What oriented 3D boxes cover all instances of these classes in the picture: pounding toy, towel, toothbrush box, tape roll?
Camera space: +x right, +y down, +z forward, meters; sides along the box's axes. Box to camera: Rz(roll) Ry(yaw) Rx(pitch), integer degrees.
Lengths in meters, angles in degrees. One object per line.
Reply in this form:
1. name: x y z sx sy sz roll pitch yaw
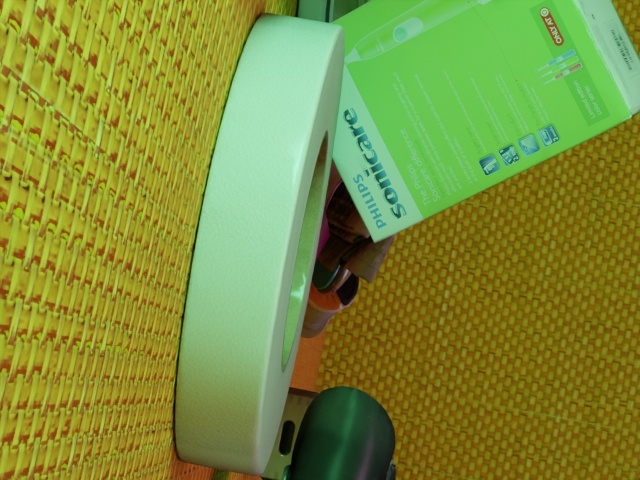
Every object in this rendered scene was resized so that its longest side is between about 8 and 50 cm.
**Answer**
1. pounding toy: -0.037 0.265 2.100 0.130 0.100 0.141 18 83 -86
2. towel: 0.066 -0.120 1.912 0.324 0.056 0.312 -64 -161 2
3. toothbrush box: 0.138 -0.154 1.521 0.206 0.283 0.122 63 27 0
4. tape roll: -0.046 0.004 1.367 0.392 0.072 0.392 10 90 -86

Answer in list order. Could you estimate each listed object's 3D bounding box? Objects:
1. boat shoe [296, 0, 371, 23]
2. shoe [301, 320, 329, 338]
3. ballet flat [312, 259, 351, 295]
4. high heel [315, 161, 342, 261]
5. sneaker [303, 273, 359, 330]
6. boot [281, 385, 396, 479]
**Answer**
1. boat shoe: 0.043 -0.341 1.608 0.109 0.094 0.302 -73 173 -63
2. shoe: -0.004 0.046 2.307 0.081 0.063 0.178 -57 153 -69
3. ballet flat: 0.027 -0.025 2.087 0.077 0.079 0.221 -28 -127 34
4. high heel: 0.045 -0.092 1.665 0.127 0.181 0.377 93 8 -68
5. sneaker: 0.000 0.000 2.174 0.121 0.099 0.262 127 -20 -53
6. boot: -0.018 0.328 1.576 0.367 0.146 0.445 105 10 -52
